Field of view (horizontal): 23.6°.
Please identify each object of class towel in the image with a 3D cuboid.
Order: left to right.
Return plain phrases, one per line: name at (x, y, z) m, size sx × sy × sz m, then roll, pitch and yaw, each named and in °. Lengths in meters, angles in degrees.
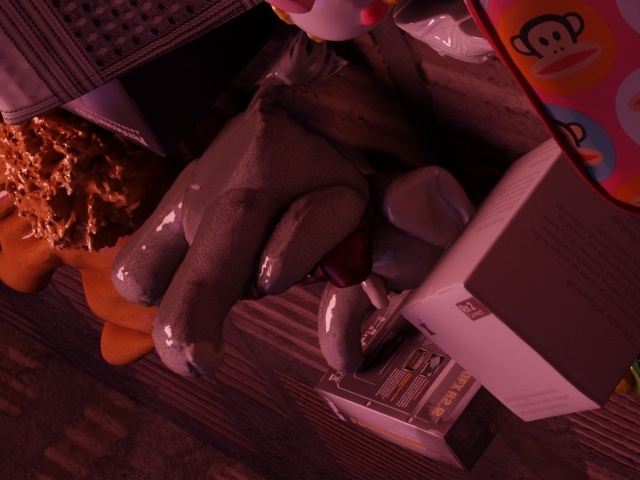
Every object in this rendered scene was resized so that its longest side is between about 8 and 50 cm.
towel at (-0.172, -0.250, 1.137) m, size 0.324 × 0.312 × 0.056 m, roll 60°, pitch -174°, yaw -47°

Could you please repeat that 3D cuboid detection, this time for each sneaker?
sneaker at (0.121, -0.164, 1.166) m, size 0.061 × 0.054 × 0.152 m, roll 39°, pitch 170°, yaw -33°

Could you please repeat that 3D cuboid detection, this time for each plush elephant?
plush elephant at (0.000, 0.000, 1.411) m, size 0.255 × 0.330 × 0.272 m, roll 32°, pitch 176°, yaw -22°

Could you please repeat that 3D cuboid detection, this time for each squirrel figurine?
squirrel figurine at (-0.271, -0.078, 1.627) m, size 0.370 × 0.281 × 0.397 m, roll 26°, pitch 157°, yaw -22°

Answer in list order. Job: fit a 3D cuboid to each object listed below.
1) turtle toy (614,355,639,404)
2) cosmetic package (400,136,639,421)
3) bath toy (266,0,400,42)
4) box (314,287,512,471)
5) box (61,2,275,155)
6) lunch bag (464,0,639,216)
turtle toy at (0.303, 0.100, 1.387) m, size 0.130 × 0.095 × 0.066 m, roll 42°, pitch 139°, yaw -12°
cosmetic package at (0.193, 0.029, 1.259) m, size 0.151 × 0.184 × 0.151 m, roll 40°, pitch 162°, yaw -5°
bath toy at (-0.044, -0.219, 1.051) m, size 0.129 × 0.151 × 0.348 m, roll -28°, pitch 158°, yaw 29°
box at (0.130, 0.091, 1.445) m, size 0.183 × 0.231 × 0.056 m, roll 15°, pitch 149°, yaw 49°
box at (-0.240, -0.266, 1.384) m, size 0.296 × 0.183 × 0.294 m, roll 26°, pitch 158°, yaw 35°
lunch bag at (0.219, -0.150, 0.759) m, size 0.293 × 0.120 × 0.258 m, roll -17°, pitch 128°, yaw 35°
